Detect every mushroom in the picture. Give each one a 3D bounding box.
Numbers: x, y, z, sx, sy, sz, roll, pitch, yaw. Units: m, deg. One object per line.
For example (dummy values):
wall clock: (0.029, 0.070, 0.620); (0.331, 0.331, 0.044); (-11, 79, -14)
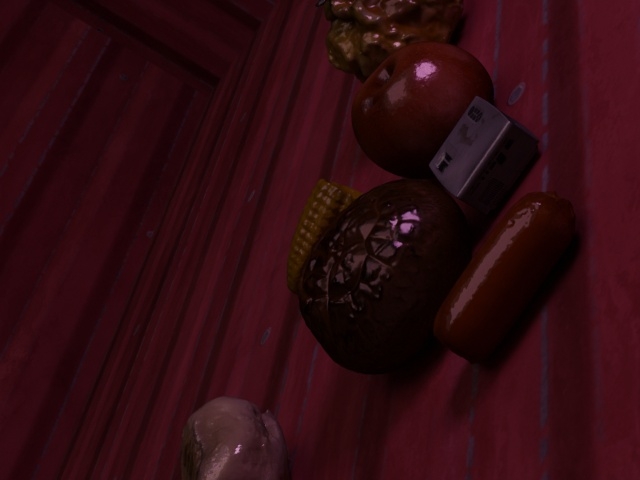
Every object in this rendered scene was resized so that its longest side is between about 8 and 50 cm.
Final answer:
mushroom: (0.078, 0.037, 1.230); (0.253, 0.153, 0.253); (-41, 33, 33)

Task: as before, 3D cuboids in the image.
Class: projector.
projector: (0.202, -0.105, 1.258); (0.115, 0.061, 0.147); (-55, 17, 12)

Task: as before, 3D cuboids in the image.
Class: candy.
candy: (0.000, 0.000, 1.630); (0.199, 0.094, 0.106); (-62, 21, 14)

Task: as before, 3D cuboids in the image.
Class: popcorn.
popcorn: (0.116, -0.376, 1.701); (0.249, 0.225, 0.249); (-47, 19, 21)

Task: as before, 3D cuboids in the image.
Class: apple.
apple: (0.137, -0.184, 1.409); (0.201, 0.162, 0.201); (-54, 16, 23)

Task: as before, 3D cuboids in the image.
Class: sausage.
sausage: (0.188, 0.035, 1.037); (0.197, 0.076, 0.076); (-57, 16, 9)

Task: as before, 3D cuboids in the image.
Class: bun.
bun: (-0.110, 0.316, 1.339); (0.229, 0.145, 0.229); (175, 90, -76)
